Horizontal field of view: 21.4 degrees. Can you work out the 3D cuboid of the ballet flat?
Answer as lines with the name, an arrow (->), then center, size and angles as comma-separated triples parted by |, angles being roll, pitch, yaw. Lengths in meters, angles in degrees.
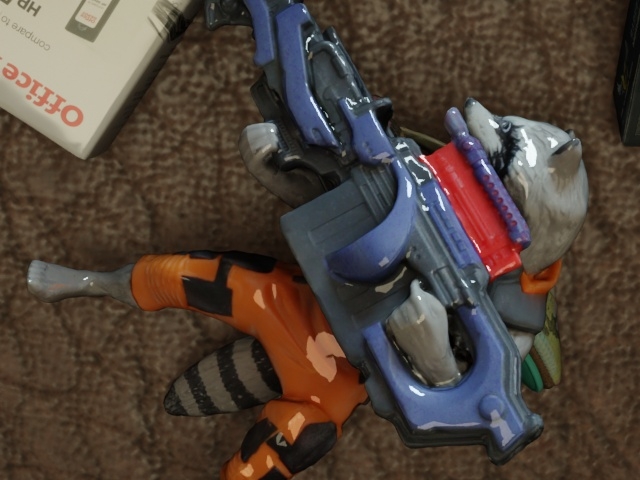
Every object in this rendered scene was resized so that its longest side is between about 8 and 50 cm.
ballet flat -> 0.090, -0.005, 1.061 | 0.221, 0.077, 0.079 | 45, 76, -5

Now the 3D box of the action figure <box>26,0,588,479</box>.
action figure -> 0.000, 0.000, 0.989 | 0.330, 0.178, 0.341 | -25, 71, 17

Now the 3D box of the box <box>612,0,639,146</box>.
box -> 0.278, -0.155, 0.981 | 0.183, 0.059, 0.232 | 1, 135, 0

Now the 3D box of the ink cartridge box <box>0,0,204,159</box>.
ink cartridge box -> -0.144, -0.170, 1.024 | 0.148, 0.086, 0.203 | 33, 96, -4
